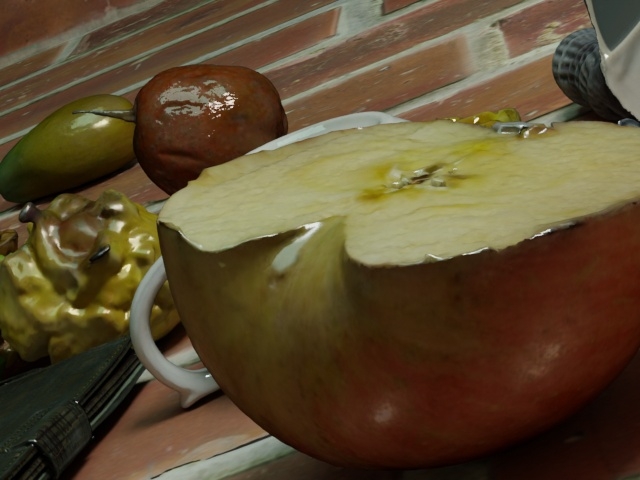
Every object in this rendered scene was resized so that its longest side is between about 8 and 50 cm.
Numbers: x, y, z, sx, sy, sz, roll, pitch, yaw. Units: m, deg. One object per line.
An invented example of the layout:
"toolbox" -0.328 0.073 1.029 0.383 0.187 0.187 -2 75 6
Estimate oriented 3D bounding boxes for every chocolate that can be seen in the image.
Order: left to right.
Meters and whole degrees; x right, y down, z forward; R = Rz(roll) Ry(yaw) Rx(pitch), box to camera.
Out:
"chocolate" 0.236 -0.136 1.609 0.072 0.072 0.167 -25 13 -3

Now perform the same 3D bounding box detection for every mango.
"mango" -0.288 -0.102 2.252 0.194 0.092 0.130 -29 16 16

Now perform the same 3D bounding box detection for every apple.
"apple" 0.063 0.037 1.112 0.293 0.163 0.251 9 23 41

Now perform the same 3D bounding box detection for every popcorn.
"popcorn" -0.176 0.031 1.551 0.167 0.152 0.148 -22 43 4

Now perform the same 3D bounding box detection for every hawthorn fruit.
"hawthorn fruit" -0.113 -0.104 1.828 0.149 0.189 0.149 -45 31 36

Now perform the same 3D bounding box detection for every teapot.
"teapot" 0.000 0.000 1.387 0.298 0.139 0.204 -22 17 -3

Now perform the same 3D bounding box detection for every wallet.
"wallet" -0.240 0.163 1.365 0.169 0.044 0.317 -22 13 23

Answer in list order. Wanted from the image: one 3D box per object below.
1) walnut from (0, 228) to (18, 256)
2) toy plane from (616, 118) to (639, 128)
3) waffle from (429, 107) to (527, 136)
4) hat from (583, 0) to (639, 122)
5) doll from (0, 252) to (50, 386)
"walnut" -0.330 0.061 1.757 0.167 0.087 0.211 -25 8 19
"toy plane" 0.172 -0.016 1.286 0.174 0.080 0.174 -38 2 2
"waffle" 0.039 -0.038 1.610 0.291 0.051 0.291 -20 17 6
"hat" 0.333 -0.187 1.510 0.232 0.161 0.275 15 61 34
"doll" -0.296 0.069 1.617 0.186 0.106 0.134 -16 54 -30
